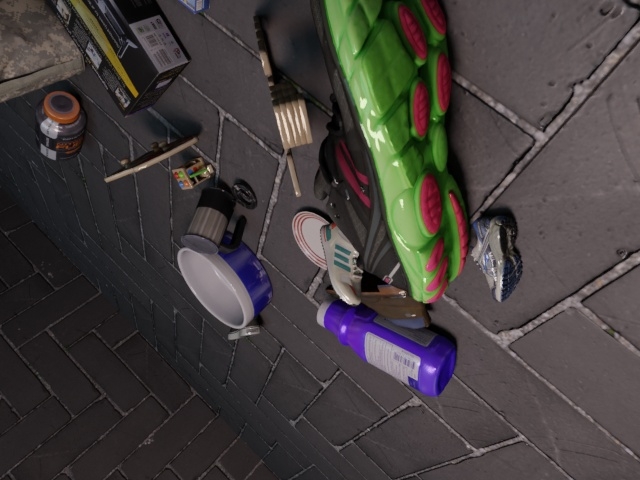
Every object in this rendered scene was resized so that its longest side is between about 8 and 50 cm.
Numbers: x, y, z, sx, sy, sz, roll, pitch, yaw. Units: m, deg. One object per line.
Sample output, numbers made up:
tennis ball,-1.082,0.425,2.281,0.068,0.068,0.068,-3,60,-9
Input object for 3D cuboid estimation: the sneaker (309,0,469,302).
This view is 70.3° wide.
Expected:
sneaker,0.059,-0.118,0.582,0.202,0.185,0.482,11,129,38

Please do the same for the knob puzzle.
knob puzzle,-0.346,-0.195,0.973,0.213,0.213,0.030,3,124,47

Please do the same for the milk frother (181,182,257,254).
milk frother,-0.220,-0.050,1.002,0.129,0.134,0.143,20,150,-11

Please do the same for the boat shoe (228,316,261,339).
boat shoe,-0.231,0.260,1.382,0.219,0.078,0.070,-33,62,59

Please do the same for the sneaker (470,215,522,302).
sneaker,0.243,0.023,0.638,0.058,0.052,0.135,19,129,51

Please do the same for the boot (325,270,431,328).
boot,0.103,0.115,0.847,0.219,0.082,0.106,-10,113,50

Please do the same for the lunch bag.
lunch bag,-0.754,-0.453,1.065,0.256,0.305,0.212,44,146,10

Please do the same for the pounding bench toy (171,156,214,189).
pounding bench toy,-0.292,-0.154,1.046,0.083,0.065,0.052,2,124,47

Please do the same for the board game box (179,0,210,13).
board game box,-0.218,-0.473,0.680,0.136,0.035,0.201,42,145,10

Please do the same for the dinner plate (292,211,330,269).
dinner plate,0.000,0.000,0.909,0.141,0.017,0.141,29,140,27

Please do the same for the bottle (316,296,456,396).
bottle,0.120,0.193,0.893,0.283,0.092,0.118,21,136,35

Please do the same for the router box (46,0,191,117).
router box,-0.415,-0.433,0.901,0.243,0.081,0.309,-11,114,52

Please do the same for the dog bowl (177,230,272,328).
dog bowl,-0.256,0.102,1.219,0.265,0.104,0.265,30,142,27

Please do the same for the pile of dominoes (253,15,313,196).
pile of dominoes,-0.049,-0.202,0.652,0.251,0.040,0.196,-104,0,-53

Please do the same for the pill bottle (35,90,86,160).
pill bottle,-0.770,-0.342,1.345,0.130,0.130,0.246,54,146,-6

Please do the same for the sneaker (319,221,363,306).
sneaker,0.053,0.031,0.791,0.075,0.057,0.161,-27,64,27
